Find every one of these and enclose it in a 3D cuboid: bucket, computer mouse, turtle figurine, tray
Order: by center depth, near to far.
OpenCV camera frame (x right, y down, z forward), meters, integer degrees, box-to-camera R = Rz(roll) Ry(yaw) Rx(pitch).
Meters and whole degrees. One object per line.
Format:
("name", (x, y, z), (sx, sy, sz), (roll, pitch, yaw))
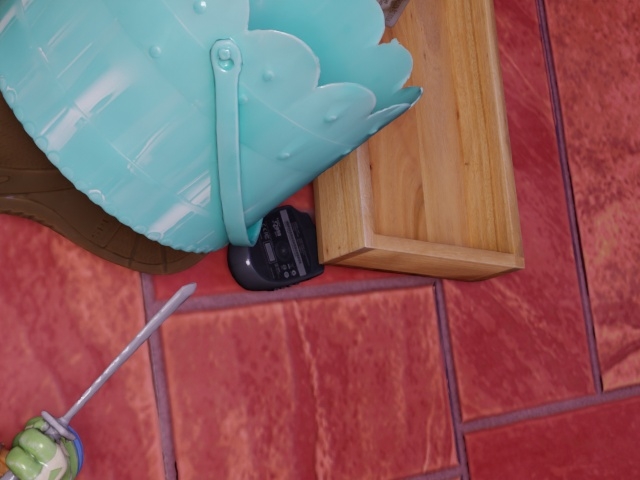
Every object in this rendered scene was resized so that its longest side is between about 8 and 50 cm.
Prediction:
("turtle figurine", (-0.256, 0.129, 0.779), (0.197, 0.275, 0.266), (33, 35, 14))
("bucket", (-0.082, -0.137, 0.868), (0.281, 0.183, 0.281), (41, 23, -21))
("computer mouse", (0.000, 0.000, 1.139), (0.242, 0.041, 0.071), (-12, 85, -47))
("tray", (0.079, -0.173, 1.186), (0.202, 0.076, 0.411), (8, 70, -39))

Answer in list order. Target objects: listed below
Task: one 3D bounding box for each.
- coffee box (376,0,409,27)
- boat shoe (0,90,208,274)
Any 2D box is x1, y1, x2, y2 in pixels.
("coffee box", (-0.026, -0.284, 1.036), (0.246, 0.141, 0.098), (18, 71, -6))
("boat shoe", (-0.224, -0.087, 0.927), (0.341, 0.121, 0.110), (33, 24, -35))
